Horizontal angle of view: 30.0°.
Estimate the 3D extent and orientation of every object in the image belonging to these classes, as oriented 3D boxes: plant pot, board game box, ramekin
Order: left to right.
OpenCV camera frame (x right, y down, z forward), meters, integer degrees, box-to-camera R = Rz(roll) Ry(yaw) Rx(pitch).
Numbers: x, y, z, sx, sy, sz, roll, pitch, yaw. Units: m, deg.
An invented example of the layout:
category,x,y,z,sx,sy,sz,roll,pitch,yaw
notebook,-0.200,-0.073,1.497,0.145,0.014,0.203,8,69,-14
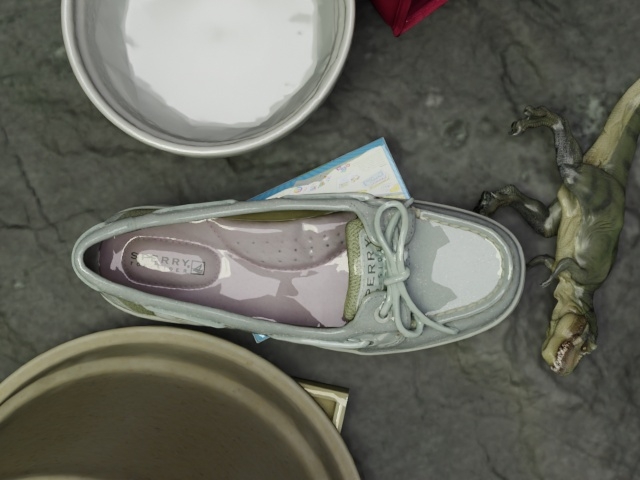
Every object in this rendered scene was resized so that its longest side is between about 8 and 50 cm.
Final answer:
category,x,y,z,sx,sy,sz,roll,pitch,yaw
plant pot,-0.130,0.228,0.745,0.333,0.305,0.334,0,89,1
ramekin,-0.078,-0.160,0.882,0.207,0.109,0.207,0,89,1
board game box,0.000,0.000,0.920,0.154,0.026,0.103,-24,89,1

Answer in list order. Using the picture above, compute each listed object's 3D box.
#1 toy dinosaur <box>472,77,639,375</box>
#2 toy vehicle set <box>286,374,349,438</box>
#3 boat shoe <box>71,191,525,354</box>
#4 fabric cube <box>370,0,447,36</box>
category,x,y,z,sx,sy,sz,roll,pitch,yaw
toy dinosaur,0.188,-0.038,0.903,0.118,0.064,0.268,20,88,-4
toy vehicle set,-0.087,0.227,0.915,0.165,0.035,0.267,13,90,1
boat shoe,-0.012,0.021,0.853,0.320,0.103,0.118,5,90,2
fabric cube,0.082,-0.330,0.810,0.259,0.254,0.258,-35,91,0
